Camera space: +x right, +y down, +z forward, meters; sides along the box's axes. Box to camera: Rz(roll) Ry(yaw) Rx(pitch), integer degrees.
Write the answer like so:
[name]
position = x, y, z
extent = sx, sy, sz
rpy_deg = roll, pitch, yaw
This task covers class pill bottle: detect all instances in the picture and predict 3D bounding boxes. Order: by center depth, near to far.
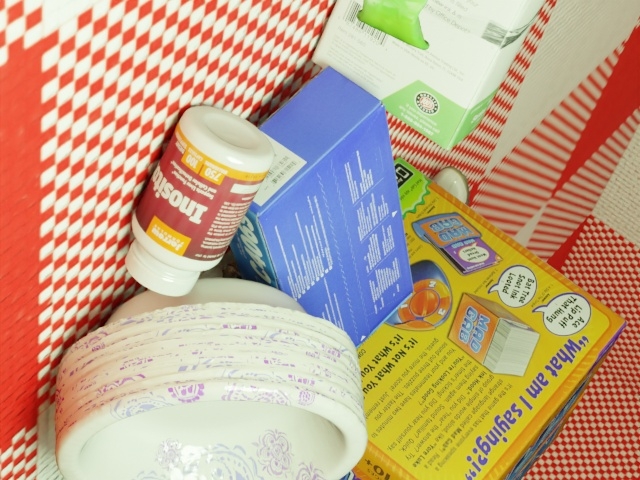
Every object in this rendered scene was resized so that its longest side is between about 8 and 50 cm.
[pill bottle]
position = -0.107, -0.030, 1.148
extent = 0.086, 0.086, 0.152
rpy_deg = -24, 147, -60

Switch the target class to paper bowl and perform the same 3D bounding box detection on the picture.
[paper bowl]
position = -0.103, 0.139, 1.263
extent = 0.284, 0.284, 0.148
rpy_deg = 100, -13, -59

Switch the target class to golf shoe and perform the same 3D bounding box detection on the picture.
[golf shoe]
position = 0.154, -0.024, 1.944
extent = 0.086, 0.067, 0.186
rpy_deg = -33, 155, -48

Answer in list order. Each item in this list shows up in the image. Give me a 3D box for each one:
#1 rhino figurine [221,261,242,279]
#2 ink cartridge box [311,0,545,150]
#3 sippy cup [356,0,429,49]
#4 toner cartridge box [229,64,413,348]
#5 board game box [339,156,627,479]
[rhino figurine]
position = -0.035, 0.010, 1.469
extent = 0.243, 0.073, 0.106
rpy_deg = -39, 156, -34
[ink cartridge box]
position = 0.111, -0.220, 1.223
extent = 0.092, 0.160, 0.219
rpy_deg = -38, 159, -53
[sippy cup]
position = 0.124, -0.306, 1.008
extent = 0.305, 0.240, 0.224
rpy_deg = -29, 176, 3
[toner cartridge box]
position = 0.000, 0.000, 1.349
extent = 0.165, 0.075, 0.348
rpy_deg = -42, 151, -17
[board game box]
position = 0.101, 0.195, 1.725
extent = 0.356, 0.356, 0.356
rpy_deg = -43, 162, -31
